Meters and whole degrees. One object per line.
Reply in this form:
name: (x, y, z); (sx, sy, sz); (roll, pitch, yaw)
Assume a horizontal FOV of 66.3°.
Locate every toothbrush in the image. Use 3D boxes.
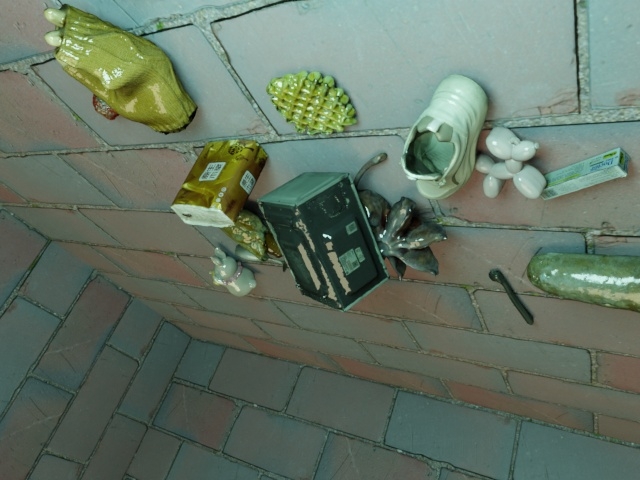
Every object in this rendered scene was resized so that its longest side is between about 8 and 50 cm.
toothbrush: (0.565, 0.171, 1.433); (0.030, 0.030, 0.297); (4, 149, 49)

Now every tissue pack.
tissue pack: (-0.254, -0.147, 1.249); (0.183, 0.226, 0.092); (3, 146, 33)

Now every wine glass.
wine glass: (-0.215, 0.060, 1.795); (0.197, 0.066, 0.066); (15, 153, 14)

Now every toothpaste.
toothpaste: (0.488, -0.121, 0.925); (0.034, 0.046, 0.164); (35, 151, -20)

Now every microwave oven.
microwave oven: (0.000, 0.000, 1.213); (0.237, 0.181, 0.295); (14, 132, 58)

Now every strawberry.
strawberry: (-0.543, -0.351, 1.260); (0.083, 0.083, 0.096); (30, 155, -16)

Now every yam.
yam: (0.648, 0.089, 1.121); (0.330, 0.133, 0.133); (8, 151, 36)

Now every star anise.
star anise: (0.189, -0.035, 1.242); (0.315, 0.139, 0.359); (30, 140, -5)

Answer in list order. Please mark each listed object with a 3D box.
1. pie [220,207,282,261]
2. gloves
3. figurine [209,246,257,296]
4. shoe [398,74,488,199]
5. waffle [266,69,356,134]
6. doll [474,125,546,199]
pie: (-0.261, -0.033, 1.614); (0.257, 0.106, 0.274); (11, 152, 41)
gloves: (-0.423, -0.365, 1.052); (0.203, 0.156, 0.356); (11, 168, 36)
figurine: (-0.380, 0.122, 1.983); (0.155, 0.127, 0.235); (5, 145, 51)
shoe: (0.213, -0.150, 0.935); (0.124, 0.159, 0.316); (32, 153, 21)
waffle: (-0.019, -0.284, 1.027); (0.183, 0.036, 0.169); (4, 151, 36)
doll: (0.362, -0.149, 0.947); (0.160, 0.059, 0.161); (48, 159, -28)
